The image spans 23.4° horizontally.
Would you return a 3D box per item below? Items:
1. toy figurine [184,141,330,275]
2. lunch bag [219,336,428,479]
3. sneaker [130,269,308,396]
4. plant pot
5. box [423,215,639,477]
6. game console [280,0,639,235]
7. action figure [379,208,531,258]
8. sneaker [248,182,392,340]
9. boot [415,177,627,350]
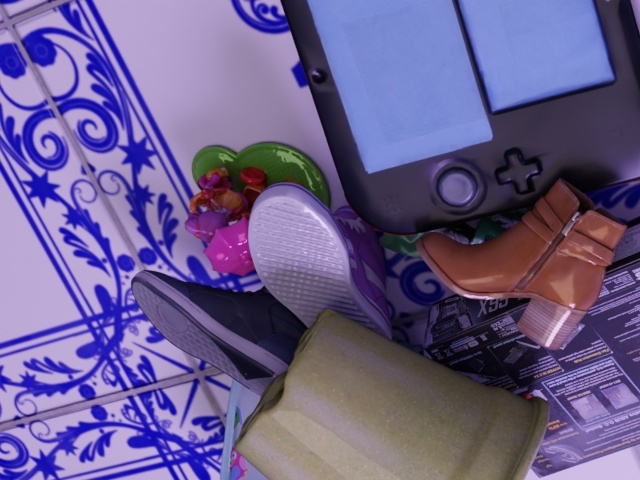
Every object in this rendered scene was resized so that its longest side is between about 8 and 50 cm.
[{"bbox_3d":[-0.095,-0.028,1.743,0.173,0.159,0.130,21,123,10],"label":"toy figurine"},{"bbox_3d":[0.004,0.234,1.849,0.223,0.160,0.262,8,87,17],"label":"lunch bag"},{"bbox_3d":[-0.093,0.067,1.797,0.226,0.163,0.086,33,148,4],"label":"sneaker"},{"bbox_3d":[0.059,0.213,1.630,0.254,0.276,0.276,35,124,-2],"label":"plant pot"},{"bbox_3d":[0.307,0.120,1.691,0.307,0.076,0.242,-26,121,30],"label":"box"},{"bbox_3d":[0.144,-0.211,1.578,0.342,0.060,0.386,-13,106,23],"label":"game console"},{"bbox_3d":[0.192,-0.001,1.712,0.232,0.063,0.137,23,120,3],"label":"action figure"},{"bbox_3d":[-0.001,0.000,1.707,0.102,0.161,0.282,-11,138,16],"label":"sneaker"},{"bbox_3d":[0.207,0.001,1.590,0.197,0.073,0.152,32,108,18],"label":"boot"}]
